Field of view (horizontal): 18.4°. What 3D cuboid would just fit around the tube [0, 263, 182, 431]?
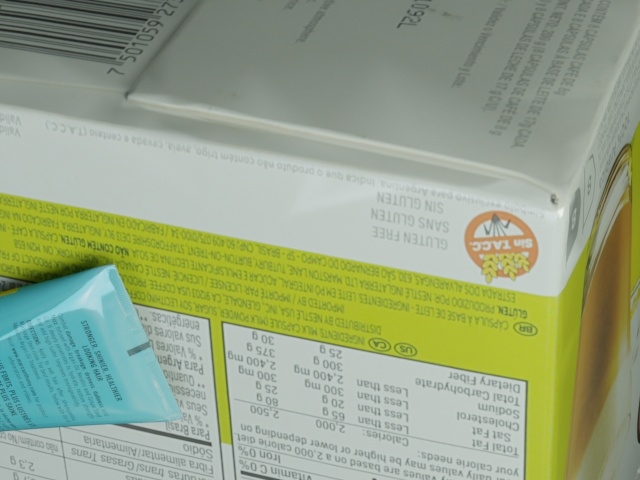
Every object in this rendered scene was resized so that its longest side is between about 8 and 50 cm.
[{"bbox_3d":[-0.166,0.059,0.882,0.207,0.052,0.080,-9,124,25],"label":"tube"}]

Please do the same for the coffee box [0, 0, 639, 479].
[{"bbox_3d":[0.000,0.000,1.013,0.338,0.337,0.334,10,127,18],"label":"coffee box"}]
